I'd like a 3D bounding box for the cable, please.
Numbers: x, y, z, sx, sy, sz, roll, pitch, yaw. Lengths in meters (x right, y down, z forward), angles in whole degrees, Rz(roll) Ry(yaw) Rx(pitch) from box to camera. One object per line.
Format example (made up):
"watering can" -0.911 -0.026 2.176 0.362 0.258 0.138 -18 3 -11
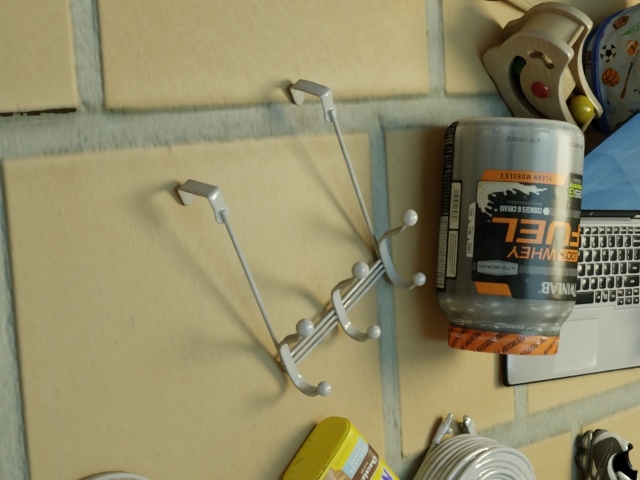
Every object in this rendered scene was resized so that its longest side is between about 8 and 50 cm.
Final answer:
"cable" 0.217 0.407 1.678 0.257 0.089 0.257 51 60 -32

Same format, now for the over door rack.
"over door rack" 0.000 0.000 1.450 0.239 0.108 0.324 -45 120 -32

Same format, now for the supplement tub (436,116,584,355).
"supplement tub" 0.260 -0.005 1.629 0.193 0.193 0.316 2 90 -43

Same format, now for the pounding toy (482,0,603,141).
"pounding toy" 0.343 -0.283 1.719 0.155 0.154 0.269 -53 125 -27

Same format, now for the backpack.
"backpack" 0.526 -0.263 1.853 0.263 0.213 0.276 -25 102 -47

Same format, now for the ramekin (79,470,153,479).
"ramekin" -0.207 0.360 1.276 0.207 0.109 0.207 -2 93 -43

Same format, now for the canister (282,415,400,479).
"canister" 0.038 0.324 1.524 0.170 0.073 0.126 52 59 -29

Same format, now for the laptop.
"laptop" 0.489 0.019 1.811 0.382 0.236 0.408 -1 92 -42

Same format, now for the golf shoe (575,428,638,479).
"golf shoe" 0.465 0.405 1.905 0.077 0.094 0.198 -14 103 -42
